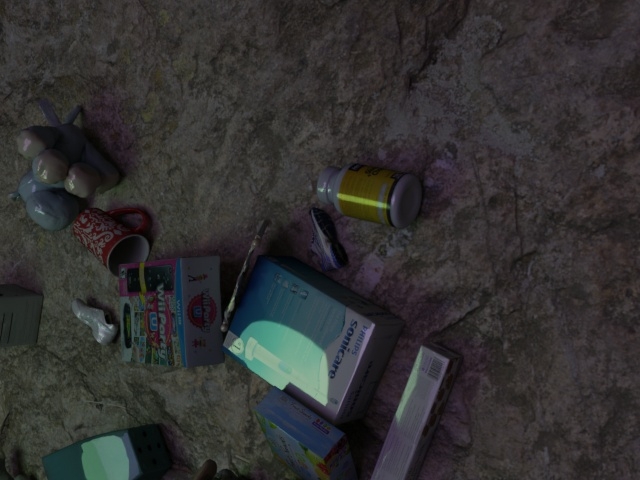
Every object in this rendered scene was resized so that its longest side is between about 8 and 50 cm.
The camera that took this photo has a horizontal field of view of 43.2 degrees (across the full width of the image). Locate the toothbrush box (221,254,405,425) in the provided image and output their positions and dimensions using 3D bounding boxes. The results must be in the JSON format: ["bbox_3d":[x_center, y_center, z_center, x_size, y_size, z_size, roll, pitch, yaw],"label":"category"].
[{"bbox_3d":[-0.018,0.185,1.561,0.295,0.126,0.216,28,103,31],"label":"toothbrush box"}]

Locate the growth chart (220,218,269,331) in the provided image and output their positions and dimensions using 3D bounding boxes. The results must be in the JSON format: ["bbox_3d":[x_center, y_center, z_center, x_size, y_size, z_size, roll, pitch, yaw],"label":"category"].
[{"bbox_3d":[-0.153,0.069,1.617,0.021,0.172,0.237,21,116,-4],"label":"growth chart"}]

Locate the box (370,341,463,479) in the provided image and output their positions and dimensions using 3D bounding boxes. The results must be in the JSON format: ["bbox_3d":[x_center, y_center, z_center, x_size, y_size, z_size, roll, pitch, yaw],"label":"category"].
[{"bbox_3d":[0.168,0.343,1.471,0.067,0.063,0.324,25,102,33],"label":"box"}]

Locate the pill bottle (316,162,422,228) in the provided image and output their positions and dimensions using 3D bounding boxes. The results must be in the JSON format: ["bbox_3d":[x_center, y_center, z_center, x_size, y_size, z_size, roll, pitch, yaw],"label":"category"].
[{"bbox_3d":[0.088,-0.088,1.510,0.184,0.103,0.103,14,97,32],"label":"pill bottle"}]

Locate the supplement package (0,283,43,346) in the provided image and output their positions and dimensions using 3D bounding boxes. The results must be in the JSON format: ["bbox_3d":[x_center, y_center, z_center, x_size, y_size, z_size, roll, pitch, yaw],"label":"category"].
[{"bbox_3d":[-0.850,0.191,2.040,0.139,0.244,0.134,14,96,32],"label":"supplement package"}]

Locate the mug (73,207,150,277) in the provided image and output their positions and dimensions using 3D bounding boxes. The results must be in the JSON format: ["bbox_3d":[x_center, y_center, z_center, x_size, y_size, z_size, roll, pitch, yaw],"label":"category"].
[{"bbox_3d":[-0.483,-0.009,1.905,0.169,0.150,0.113,32,142,34],"label":"mug"}]

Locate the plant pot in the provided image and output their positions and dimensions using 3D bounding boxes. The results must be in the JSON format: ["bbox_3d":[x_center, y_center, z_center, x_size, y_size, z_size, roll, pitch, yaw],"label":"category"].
[{"bbox_3d":[-0.472,0.514,1.836,0.234,0.165,0.165,-31,72,22],"label":"plant pot"}]

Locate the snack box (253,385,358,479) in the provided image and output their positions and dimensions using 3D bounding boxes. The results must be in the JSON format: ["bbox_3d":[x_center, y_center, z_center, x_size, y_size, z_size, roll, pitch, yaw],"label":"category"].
[{"bbox_3d":[-0.024,0.388,1.522,0.174,0.207,0.070,29,60,30],"label":"snack box"}]

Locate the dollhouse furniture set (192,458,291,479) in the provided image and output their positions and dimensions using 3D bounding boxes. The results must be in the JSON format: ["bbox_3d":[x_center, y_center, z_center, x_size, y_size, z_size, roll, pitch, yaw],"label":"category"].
[{"bbox_3d":[-0.093,0.496,1.507,0.212,0.242,0.161,15,57,33],"label":"dollhouse furniture set"}]

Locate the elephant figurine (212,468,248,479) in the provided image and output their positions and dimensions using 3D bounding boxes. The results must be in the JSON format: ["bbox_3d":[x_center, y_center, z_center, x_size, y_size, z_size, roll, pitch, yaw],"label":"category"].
[{"bbox_3d":[-0.260,0.582,1.700,0.239,0.169,0.186,-28,53,27],"label":"elephant figurine"}]

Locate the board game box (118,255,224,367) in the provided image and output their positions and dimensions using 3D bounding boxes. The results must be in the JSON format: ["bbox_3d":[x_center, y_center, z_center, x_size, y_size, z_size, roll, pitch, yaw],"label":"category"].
[{"bbox_3d":[-0.326,0.150,1.733,0.303,0.097,0.224,-7,86,51],"label":"board game box"}]

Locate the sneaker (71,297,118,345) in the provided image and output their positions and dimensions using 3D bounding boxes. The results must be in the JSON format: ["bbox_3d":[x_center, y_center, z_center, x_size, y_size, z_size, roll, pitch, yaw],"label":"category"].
[{"bbox_3d":[-0.541,0.185,1.957,0.152,0.053,0.061,41,101,21],"label":"sneaker"}]

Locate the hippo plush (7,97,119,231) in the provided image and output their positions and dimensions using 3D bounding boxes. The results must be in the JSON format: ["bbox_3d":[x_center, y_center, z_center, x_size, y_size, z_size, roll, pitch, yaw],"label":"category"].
[{"bbox_3d":[-0.657,-0.156,1.928,0.236,0.234,0.294,-47,66,23],"label":"hippo plush"}]

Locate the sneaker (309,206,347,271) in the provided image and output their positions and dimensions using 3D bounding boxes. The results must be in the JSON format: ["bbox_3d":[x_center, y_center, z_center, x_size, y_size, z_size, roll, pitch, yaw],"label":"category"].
[{"bbox_3d":[0.000,0.000,1.599,0.058,0.052,0.135,-31,72,33],"label":"sneaker"}]

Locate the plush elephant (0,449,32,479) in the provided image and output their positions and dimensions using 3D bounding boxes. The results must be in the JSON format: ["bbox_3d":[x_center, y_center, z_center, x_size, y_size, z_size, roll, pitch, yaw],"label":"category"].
[{"bbox_3d":[-0.750,0.697,1.960,0.255,0.272,0.330,-27,103,44],"label":"plush elephant"}]
